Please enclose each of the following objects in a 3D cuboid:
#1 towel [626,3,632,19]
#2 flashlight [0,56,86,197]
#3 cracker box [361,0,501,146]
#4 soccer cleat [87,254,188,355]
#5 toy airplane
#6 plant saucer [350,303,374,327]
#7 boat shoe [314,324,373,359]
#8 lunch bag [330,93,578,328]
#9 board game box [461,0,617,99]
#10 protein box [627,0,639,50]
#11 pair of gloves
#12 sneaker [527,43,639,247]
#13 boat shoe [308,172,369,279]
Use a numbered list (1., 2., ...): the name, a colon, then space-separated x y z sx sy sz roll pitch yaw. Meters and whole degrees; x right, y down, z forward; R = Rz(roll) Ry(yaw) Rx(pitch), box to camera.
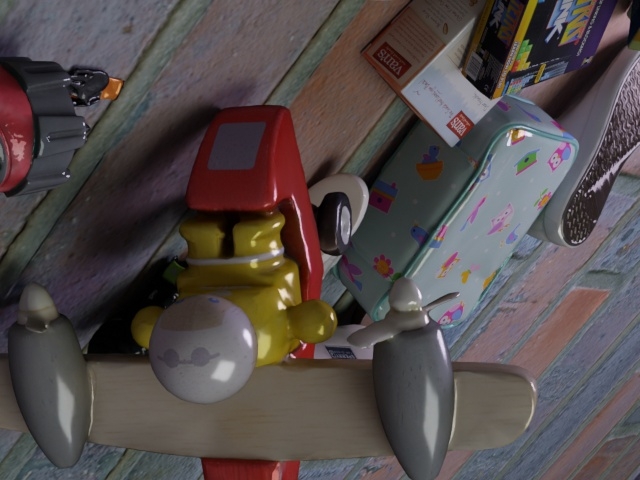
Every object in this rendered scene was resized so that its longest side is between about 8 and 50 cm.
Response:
1. towel: 0.454 -0.300 1.608 0.038 0.248 0.325 17 122 -26
2. flashlight: -0.301 -0.064 1.038 0.304 0.103 0.103 -14 145 -47
3. cracker box: 0.163 -0.214 1.506 0.232 0.067 0.155 -46 153 4
4. soccer cleat: -0.151 0.058 1.497 0.179 0.060 0.072 -34 144 -33
5. toy airplane: -0.074 0.122 1.320 0.386 0.384 0.272 -44 165 5
6. plant saucer: 0.096 0.073 1.894 0.168 0.029 0.168 -32 153 -19
7. boat shoe: -0.050 0.165 1.724 0.158 0.127 0.340 -40 151 21
8. lunch bag: 0.145 -0.031 1.704 0.224 0.108 0.279 3 126 -56
9. board game box: 0.214 -0.221 1.437 0.141 0.048 0.170 -21 144 -34
10. protein box: 0.370 -0.283 1.451 0.201 0.136 0.200 31 66 -84
11. pair of gloves: -0.195 -0.100 1.236 0.083 0.010 0.074 -54 152 19
12. sneaker: 0.303 -0.131 1.827 0.290 0.123 0.106 -56 132 -17
13. boat shoe: 0.000 0.000 1.611 0.063 0.066 0.184 -29 152 -56
